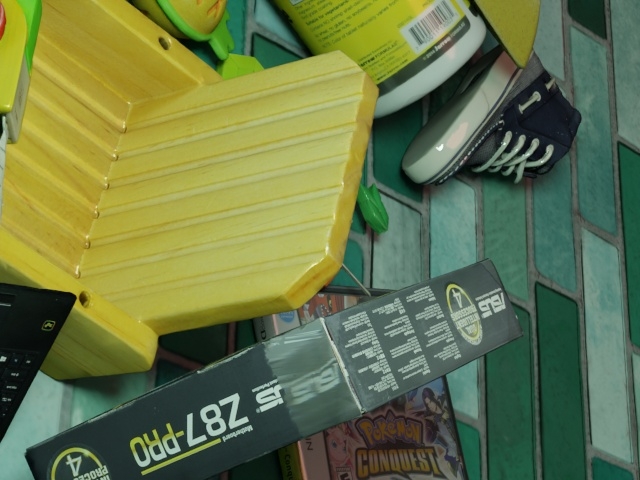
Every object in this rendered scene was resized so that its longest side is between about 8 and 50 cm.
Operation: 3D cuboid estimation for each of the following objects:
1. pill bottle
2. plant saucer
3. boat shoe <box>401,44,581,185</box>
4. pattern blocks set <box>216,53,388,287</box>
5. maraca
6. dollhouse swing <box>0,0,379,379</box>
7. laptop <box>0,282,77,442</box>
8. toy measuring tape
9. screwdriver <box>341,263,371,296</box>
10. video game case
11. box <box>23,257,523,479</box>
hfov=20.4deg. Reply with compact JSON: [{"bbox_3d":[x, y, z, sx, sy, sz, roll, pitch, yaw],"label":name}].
[{"bbox_3d":[0.028,-0.322,2.067,0.334,0.188,0.188,53,41,-14],"label":"pill bottle"},{"bbox_3d":[0.142,-0.408,2.141,0.333,0.081,0.333,50,8,-43],"label":"plant saucer"},{"bbox_3d":[0.228,-0.128,2.230,0.158,0.127,0.340,48,41,-8],"label":"boat shoe"},{"bbox_3d":[-0.054,-0.076,1.961,0.324,0.026,0.285,10,57,-43],"label":"pattern blocks set"},{"bbox_3d":[-0.144,-0.267,1.924,0.185,0.099,0.127,39,37,-54],"label":"maraca"},{"bbox_3d":[-0.172,-0.095,1.642,0.315,0.305,0.347,38,48,-29],"label":"dollhouse swing"},{"bbox_3d":[-0.322,0.171,1.467,0.234,0.264,0.136,11,26,-45],"label":"laptop"},{"bbox_3d":[-0.319,-0.117,1.555,0.121,0.121,0.330,28,54,-36],"label":"toy measuring tape"},{"bbox_3d":[0.000,0.000,1.930,0.170,0.024,0.025,47,9,-22],"label":"screwdriver"},{"bbox_3d":[0.047,0.171,1.953,0.274,0.035,0.248,6,67,-46],"label":"video game case"},{"bbox_3d":[-0.029,0.131,1.608,0.395,0.318,0.097,-15,79,-65],"label":"box"}]
